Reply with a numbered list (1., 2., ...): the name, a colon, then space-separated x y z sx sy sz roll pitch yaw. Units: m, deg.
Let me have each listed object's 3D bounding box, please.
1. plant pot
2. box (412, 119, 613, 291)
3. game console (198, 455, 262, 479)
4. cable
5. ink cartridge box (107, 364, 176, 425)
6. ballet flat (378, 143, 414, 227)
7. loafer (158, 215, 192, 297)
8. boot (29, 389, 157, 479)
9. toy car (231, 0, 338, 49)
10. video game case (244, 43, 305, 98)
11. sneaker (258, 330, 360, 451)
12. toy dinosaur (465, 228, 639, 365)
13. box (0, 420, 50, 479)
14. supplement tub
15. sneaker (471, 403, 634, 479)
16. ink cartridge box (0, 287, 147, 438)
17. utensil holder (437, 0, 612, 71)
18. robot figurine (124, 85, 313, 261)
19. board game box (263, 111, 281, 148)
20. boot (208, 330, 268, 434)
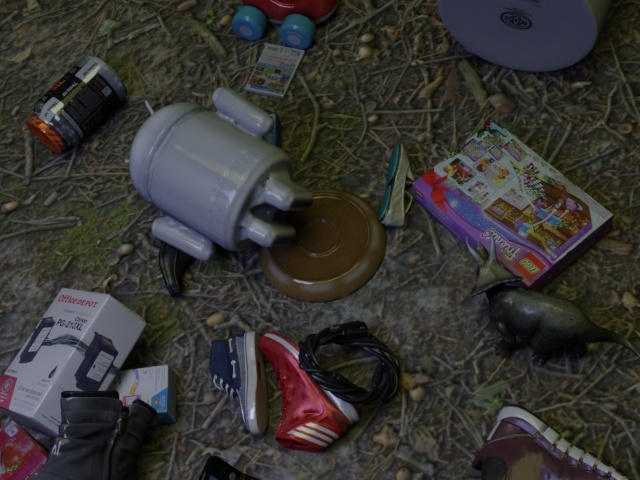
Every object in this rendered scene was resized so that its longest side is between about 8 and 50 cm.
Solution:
1. plant pot: 0.000 0.000 1.810 0.236 0.032 0.236 -5 60 9
2. box: 0.332 -0.060 1.764 0.201 0.057 0.293 -38 60 -12
3. game console: -0.136 0.425 1.558 0.085 0.124 0.144 -2 55 41
4. cable: 0.043 0.203 1.628 0.184 0.047 0.150 -7 57 -41
5. ink cartridge box: -0.310 0.266 1.702 0.122 0.052 0.088 -9 58 8
6. ballet flat: 0.144 -0.097 1.836 0.052 0.057 0.168 18 65 -11
7. loafer: -0.260 0.024 1.832 0.061 0.062 0.170 -9 60 0
8. boot: -0.395 0.330 1.509 0.118 0.338 0.223 -2 78 31
9. toy car: -0.078 -0.552 2.030 0.210 0.238 0.219 14 63 19
10. video game case: -0.092 -0.345 2.044 0.087 0.011 0.122 14 63 18
11. sneaker: -0.052 0.253 1.641 0.128 0.087 0.221 -42 60 -16
12. toy dinosaur: 0.347 0.128 1.591 0.313 0.160 0.121 31 70 26
13. box: -0.528 0.432 1.602 0.257 0.128 0.122 -44 61 -15
14. supplement tub: -0.490 -0.270 2.016 0.117 0.117 0.190 31 69 25
15. sneaker: 0.346 0.379 1.489 0.281 0.106 0.162 32 75 37
16. ink cartridge box: -0.426 0.204 1.696 0.172 0.100 0.237 3 56 47
17. utensil holder: 0.421 -0.559 1.894 0.327 0.327 0.385 15 67 19
18. robot figurine: -0.190 -0.116 1.770 0.353 0.200 0.300 29 98 18
19. board game box: -0.182 -0.161 1.931 0.210 0.047 0.160 -4 60 8
20. boot: -0.138 0.244 1.680 0.086 0.069 0.190 -14 50 11
